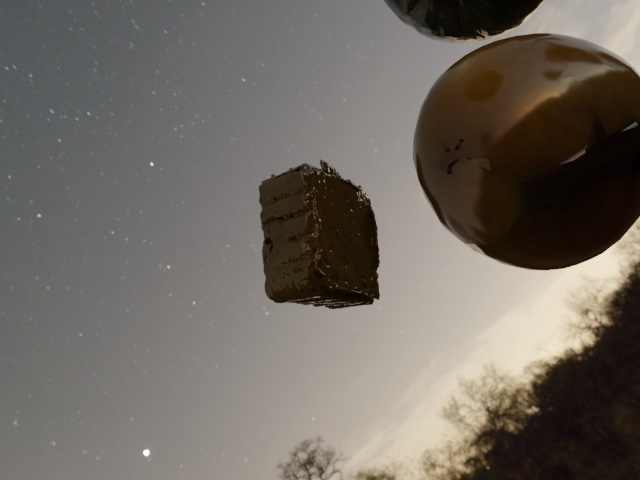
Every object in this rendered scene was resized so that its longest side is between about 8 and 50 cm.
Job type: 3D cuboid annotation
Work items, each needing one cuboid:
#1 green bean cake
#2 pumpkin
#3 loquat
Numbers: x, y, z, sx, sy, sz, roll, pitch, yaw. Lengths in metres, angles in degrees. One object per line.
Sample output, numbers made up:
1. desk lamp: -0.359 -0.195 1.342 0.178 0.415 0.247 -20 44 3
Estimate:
1. green bean cake: 0.000 0.000 0.969 0.131 0.224 0.229 -14 -19 31
2. pumpkin: 0.210 -0.444 0.852 0.207 0.300 0.300 -43 -20 -51
3. loquat: 0.210 -0.087 0.572 0.235 0.235 0.235 -33 -30 -22
